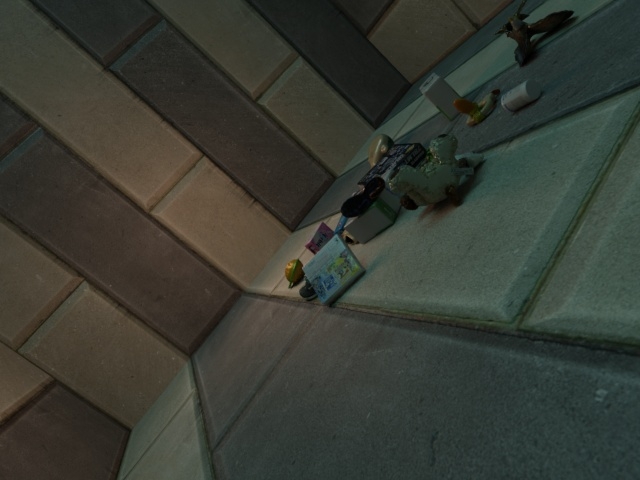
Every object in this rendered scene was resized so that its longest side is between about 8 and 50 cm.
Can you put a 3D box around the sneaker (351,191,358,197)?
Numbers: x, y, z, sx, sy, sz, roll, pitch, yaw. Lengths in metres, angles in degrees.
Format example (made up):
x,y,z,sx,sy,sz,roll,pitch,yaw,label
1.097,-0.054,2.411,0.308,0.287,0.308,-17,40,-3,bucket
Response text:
x,y,z,sx,sy,sz,roll,pitch,yaw,label
0.201,-0.171,2.089,0.118,0.110,0.292,-58,11,-4,sneaker

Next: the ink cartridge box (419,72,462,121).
x,y,z,sx,sy,sz,roll,pitch,yaw,label
0.613,-0.729,2.117,0.115,0.198,0.273,-45,11,24,ink cartridge box

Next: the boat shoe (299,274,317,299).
x,y,z,sx,sy,sz,roll,pitch,yaw,label
-0.012,0.160,1.773,0.319,0.099,0.116,-34,17,52,boat shoe

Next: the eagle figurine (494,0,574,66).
x,y,z,sx,sy,sz,roll,pitch,yaw,label
0.872,-0.873,1.765,0.298,0.224,0.227,-116,20,-47,eagle figurine

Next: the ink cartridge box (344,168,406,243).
x,y,z,sx,sy,sz,roll,pitch,yaw,label
0.241,-0.147,1.787,0.201,0.117,0.278,-37,17,45,ink cartridge box

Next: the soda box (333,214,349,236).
x,y,z,sx,sy,sz,roll,pitch,yaw,label
0.131,-0.081,2.122,0.071,0.067,0.210,-41,13,35,soda box

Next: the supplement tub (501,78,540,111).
x,y,z,sx,sy,sz,roll,pitch,yaw,label
0.667,-0.482,1.404,0.071,0.071,0.107,-52,12,-19,supplement tub

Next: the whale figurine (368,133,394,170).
x,y,z,sx,sy,sz,roll,pitch,yaw,label
0.374,-0.513,2.574,0.216,0.141,0.272,-28,48,62,whale figurine

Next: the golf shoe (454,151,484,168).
x,y,z,sx,sy,sz,roll,pitch,yaw,label
0.492,-0.266,1.424,0.085,0.069,0.176,-28,15,1,golf shoe

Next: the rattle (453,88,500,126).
x,y,z,sx,sy,sz,roll,pitch,yaw,label
0.631,-0.574,1.704,0.200,0.142,0.130,-57,-6,-12,rattle

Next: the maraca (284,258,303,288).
x,y,z,sx,sy,sz,roll,pitch,yaw,label
-0.144,0.177,2.250,0.127,0.099,0.186,-67,-4,-48,maraca

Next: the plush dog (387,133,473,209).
x,y,z,sx,sy,sz,roll,pitch,yaw,label
0.369,-0.188,1.378,0.262,0.211,0.225,-40,-7,2,plush dog

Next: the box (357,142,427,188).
x,y,z,sx,sy,sz,roll,pitch,yaw,label
0.340,-0.349,2.049,0.295,0.073,0.293,-46,18,-2,box

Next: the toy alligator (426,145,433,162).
x,y,z,sx,sy,sz,roll,pitch,yaw,label
0.497,-0.402,1.837,0.056,0.051,0.190,-36,17,47,toy alligator

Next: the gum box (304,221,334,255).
x,y,z,sx,sy,sz,roll,pitch,yaw,label
0.000,0.000,2.249,0.062,0.107,0.188,-38,15,44,gum box

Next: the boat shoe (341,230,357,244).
x,y,z,sx,sy,sz,roll,pitch,yaw,label
0.130,-0.012,1.903,0.059,0.063,0.170,-46,10,-17,boat shoe

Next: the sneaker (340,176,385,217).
x,y,z,sx,sy,sz,roll,pitch,yaw,label
0.173,-0.169,1.671,0.221,0.083,0.087,-38,3,19,sneaker

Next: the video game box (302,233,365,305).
x,y,z,sx,sy,sz,roll,pitch,yaw,label
0.046,0.109,1.590,0.205,0.048,0.187,-45,50,17,video game box

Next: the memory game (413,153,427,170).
x,y,z,sx,sy,sz,roll,pitch,yaw,label
0.448,-0.349,1.955,0.186,0.012,0.186,-46,12,12,memory game
